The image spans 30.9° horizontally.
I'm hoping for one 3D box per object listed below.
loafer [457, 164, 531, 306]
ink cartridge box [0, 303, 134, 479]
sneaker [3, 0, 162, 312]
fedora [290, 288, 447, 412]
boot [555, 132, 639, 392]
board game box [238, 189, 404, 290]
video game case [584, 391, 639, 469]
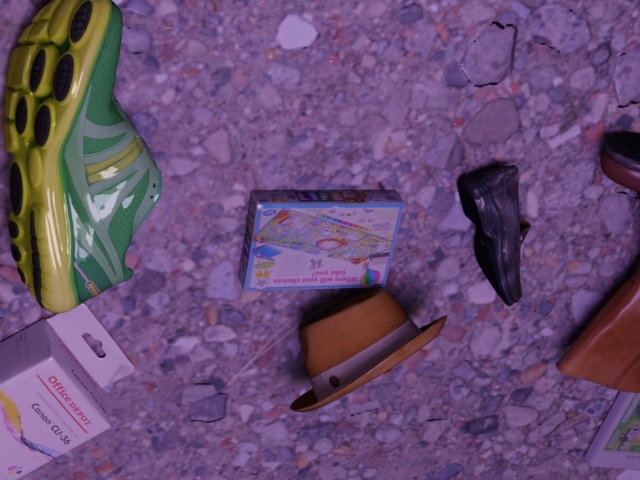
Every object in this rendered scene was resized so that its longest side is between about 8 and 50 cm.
[{"bbox_3d":[0.195,-0.003,1.216,0.061,0.062,0.170,-25,129,-8],"label":"loafer"},{"bbox_3d":[-0.289,0.159,1.144,0.198,0.067,0.115,-30,127,1],"label":"ink cartridge box"},{"bbox_3d":[-0.203,-0.080,1.010,0.123,0.109,0.295,-15,128,-39],"label":"sneaker"},{"bbox_3d":[0.036,0.104,1.197,0.194,0.194,0.079,-31,87,2],"label":"fedora"},{"bbox_3d":[0.346,0.033,1.286,0.264,0.096,0.280,17,119,-34],"label":"boot"},{"bbox_3d":[0.000,0.000,1.167,0.154,0.026,0.103,-1,122,-19],"label":"board game box"},{"bbox_3d":[0.460,0.209,1.473,0.193,0.023,0.212,8,119,-24],"label":"video game case"}]
